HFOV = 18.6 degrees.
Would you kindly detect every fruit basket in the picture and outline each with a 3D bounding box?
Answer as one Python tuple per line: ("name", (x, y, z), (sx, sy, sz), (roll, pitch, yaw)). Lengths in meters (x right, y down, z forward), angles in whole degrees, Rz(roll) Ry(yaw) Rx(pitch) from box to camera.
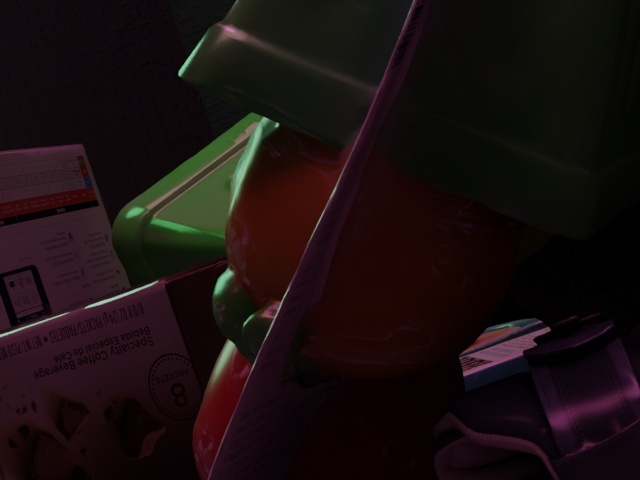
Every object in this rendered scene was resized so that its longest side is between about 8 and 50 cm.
("fruit basket", (0.009, 0.016, 0.779), (0.353, 0.165, 0.327), (-63, -11, 12))
("fruit basket", (0.000, 0.000, 1.747), (0.392, 0.283, 0.392), (-26, 19, 10))

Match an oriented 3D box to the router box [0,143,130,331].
("router box", (-0.232, 0.079, 1.587), (0.082, 0.301, 0.335), (-18, 0, 12))

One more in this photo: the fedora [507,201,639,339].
("fedora", (0.162, -0.020, 1.023), (0.152, 0.334, 0.334), (-46, 1, -1))

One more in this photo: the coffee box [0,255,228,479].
("coffee box", (-0.129, 0.121, 1.069), (0.297, 0.168, 0.119), (-17, 2, 35))

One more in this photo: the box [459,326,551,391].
("box", (0.082, 0.104, 1.143), (0.244, 0.060, 0.100), (-19, 1, -7))

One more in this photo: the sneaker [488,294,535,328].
("sneaker", (0.192, 0.056, 1.767), (0.106, 0.101, 0.267), (-42, 7, -14))

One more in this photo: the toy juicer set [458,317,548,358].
("toy juicer set", (0.065, 0.093, 1.318), (0.329, 0.089, 0.209), (-17, 1, 43))

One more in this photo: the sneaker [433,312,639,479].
("sneaker", (0.123, 0.059, 0.695), (0.163, 0.086, 0.226), (-30, -7, 8))
